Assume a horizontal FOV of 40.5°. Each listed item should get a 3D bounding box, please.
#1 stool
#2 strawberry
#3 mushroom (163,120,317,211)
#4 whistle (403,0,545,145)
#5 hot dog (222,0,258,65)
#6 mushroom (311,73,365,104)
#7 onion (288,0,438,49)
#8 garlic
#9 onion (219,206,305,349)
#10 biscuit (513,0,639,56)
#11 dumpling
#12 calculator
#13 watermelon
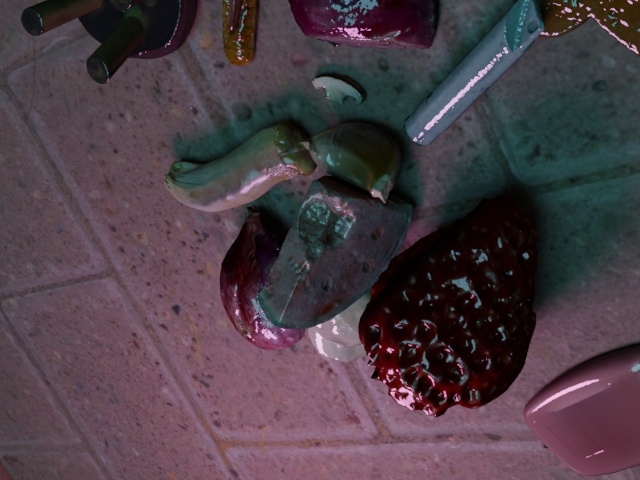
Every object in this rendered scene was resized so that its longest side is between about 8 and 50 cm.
[{"bbox_3d":[-0.364,-0.420,1.482,0.272,0.178,0.272,15,126,23],"label":"stool"},{"bbox_3d":[0.239,0.096,1.403,0.295,0.317,0.345,53,122,33],"label":"strawberry"},{"bbox_3d":[-0.155,-0.127,1.617,0.351,0.095,0.123,-13,93,37],"label":"mushroom"},{"bbox_3d":[0.225,-0.243,1.283,0.062,0.062,0.312,44,143,-1],"label":"whistle"},{"bbox_3d":[-0.139,-0.392,1.451,0.066,0.047,0.216,25,130,19],"label":"hot dog"},{"bbox_3d":[0.030,-0.255,1.458,0.101,0.019,0.049,24,129,19],"label":"mushroom"},{"bbox_3d":[0.040,-0.390,1.302,0.250,0.111,0.248,10,127,28],"label":"onion"},{"bbox_3d":[0.044,-0.142,1.453,0.198,0.128,0.090,26,138,16],"label":"garlic"},{"bbox_3d":[-0.134,0.078,1.680,0.227,0.120,0.284,-8,97,65],"label":"onion"},{"bbox_3d":[0.449,-0.356,1.078,0.394,0.076,0.368,32,143,12],"label":"biscuit"},{"bbox_3d":[0.044,0.120,1.626,0.162,0.132,0.250,-18,114,-1],"label":"dumpling"},{"bbox_3d":[0.508,0.317,1.533,0.220,0.048,0.329,43,135,-3],"label":"calculator"},{"bbox_3d":[0.000,0.000,1.477,0.148,0.318,0.226,37,161,35],"label":"watermelon"}]
